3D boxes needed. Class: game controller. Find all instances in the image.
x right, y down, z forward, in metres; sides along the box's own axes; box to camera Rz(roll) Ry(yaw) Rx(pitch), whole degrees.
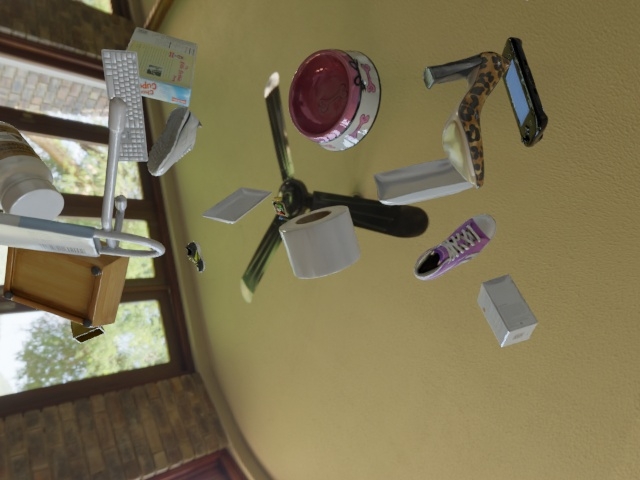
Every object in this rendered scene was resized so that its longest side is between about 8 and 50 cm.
[{"bbox_3d":[0.606,-0.447,1.278,0.067,0.166,0.320,-15,-106,18],"label":"game controller"}]

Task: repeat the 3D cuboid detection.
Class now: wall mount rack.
[{"bbox_3d":[-0.371,-0.073,0.538,0.304,0.349,0.131,145,-50,-62],"label":"wall mount rack"}]

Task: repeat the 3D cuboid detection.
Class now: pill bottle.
[{"bbox_3d":[-0.651,-0.138,0.896,0.229,0.131,0.131,43,-61,19],"label":"pill bottle"}]

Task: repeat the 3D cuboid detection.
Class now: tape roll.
[{"bbox_3d":[0.000,0.000,1.426,0.246,0.246,0.169,-1,-68,45],"label":"tape roll"}]

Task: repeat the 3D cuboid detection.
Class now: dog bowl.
[{"bbox_3d":[0.036,-0.574,1.713,0.407,0.150,0.408,2,-86,41],"label":"dog bowl"}]

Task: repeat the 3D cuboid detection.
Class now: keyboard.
[{"bbox_3d":[-0.456,-0.308,0.995,0.014,0.072,0.256,-129,-142,-51],"label":"keyboard"}]

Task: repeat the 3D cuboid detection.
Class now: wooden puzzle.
[{"bbox_3d":[-0.169,-0.131,1.737,0.078,0.014,0.116,14,-45,42],"label":"wooden puzzle"}]

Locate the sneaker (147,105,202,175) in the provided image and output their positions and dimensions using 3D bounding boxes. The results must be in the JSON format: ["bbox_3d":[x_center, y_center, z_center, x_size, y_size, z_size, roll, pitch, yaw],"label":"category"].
[{"bbox_3d":[-0.431,-0.287,1.275,0.090,0.095,0.235,15,-108,28],"label":"sneaker"}]

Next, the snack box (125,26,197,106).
[{"bbox_3d":[-0.467,-0.515,1.242,0.322,0.187,0.060,-101,-153,-44],"label":"snack box"}]

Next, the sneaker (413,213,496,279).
[{"bbox_3d":[0.393,0.024,1.231,0.282,0.161,0.102,-42,-107,12],"label":"sneaker"}]

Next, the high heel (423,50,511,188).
[{"bbox_3d":[0.327,-0.242,0.828,0.093,0.186,0.261,138,-65,-78],"label":"high heel"}]

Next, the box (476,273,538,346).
[{"bbox_3d":[0.564,0.214,1.293,0.090,0.130,0.171,-17,-125,1],"label":"box"}]

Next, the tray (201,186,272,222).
[{"bbox_3d":[-0.304,-0.129,1.580,0.145,0.270,0.030,12,-58,20],"label":"tray"}]

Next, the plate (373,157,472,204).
[{"bbox_3d":[0.300,-0.171,1.233,0.277,0.277,0.045,-12,-69,8],"label":"plate"}]

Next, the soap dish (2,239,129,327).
[{"bbox_3d":[-0.671,0.089,1.113,0.118,0.290,0.229,-81,-168,-70],"label":"soap dish"}]

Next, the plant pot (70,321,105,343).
[{"bbox_3d":[-0.762,0.272,1.378,0.083,0.081,0.081,62,-22,17],"label":"plant pot"}]

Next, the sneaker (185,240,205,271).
[{"bbox_3d":[-0.324,0.044,1.089,0.031,0.035,0.083,-8,-79,43],"label":"sneaker"}]
